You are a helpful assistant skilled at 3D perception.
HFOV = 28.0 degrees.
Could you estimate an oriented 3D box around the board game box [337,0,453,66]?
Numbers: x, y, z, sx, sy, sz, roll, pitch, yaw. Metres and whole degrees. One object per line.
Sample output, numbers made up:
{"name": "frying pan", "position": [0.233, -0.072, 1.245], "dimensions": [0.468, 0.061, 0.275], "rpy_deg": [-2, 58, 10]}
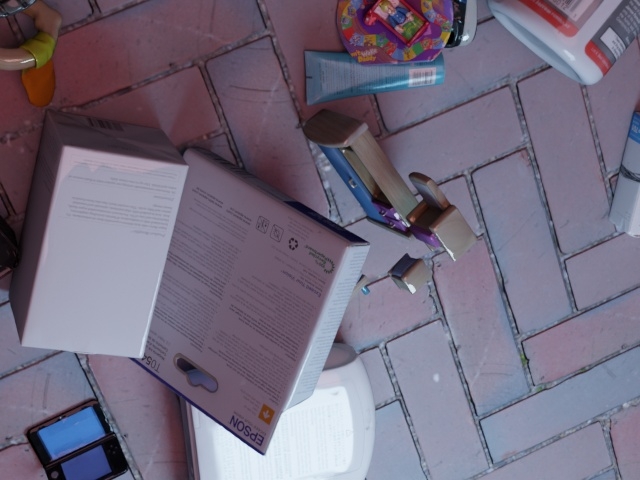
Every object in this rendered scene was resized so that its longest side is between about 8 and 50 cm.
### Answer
{"name": "board game box", "position": [0.106, -0.320, 1.843], "dimensions": [0.168, 0.033, 0.133], "rpy_deg": [-3, 97, 8]}

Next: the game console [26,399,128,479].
{"name": "game console", "position": [-0.372, 0.324, 1.968], "dimensions": [0.122, 0.107, 0.071], "rpy_deg": [-25, 145, -7]}

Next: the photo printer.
{"name": "photo printer", "position": [-0.062, 0.299, 2.037], "dimensions": [0.307, 0.107, 0.256], "rpy_deg": [-11, 114, -14]}

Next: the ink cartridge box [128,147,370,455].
{"name": "ink cartridge box", "position": [-0.119, 0.081, 1.825], "dimensions": [0.071, 0.324, 0.330], "rpy_deg": [-2, 117, -54]}

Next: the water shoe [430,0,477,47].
{"name": "water shoe", "position": [0.183, -0.377, 1.866], "dimensions": [0.080, 0.073, 0.203], "rpy_deg": [-10, 112, -10]}

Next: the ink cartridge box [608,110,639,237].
{"name": "ink cartridge box", "position": [0.566, -0.105, 2.094], "dimensions": [0.139, 0.082, 0.191], "rpy_deg": [3, 111, -19]}

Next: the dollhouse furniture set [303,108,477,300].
{"name": "dollhouse furniture set", "position": [0.000, 0.000, 1.837], "dimensions": [0.303, 0.286, 0.198], "rpy_deg": [-44, 118, -11]}

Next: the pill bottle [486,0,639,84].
{"name": "pill bottle", "position": [0.427, -0.423, 1.850], "dimensions": [0.210, 0.210, 0.363], "rpy_deg": [36, 97, -27]}

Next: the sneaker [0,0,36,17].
{"name": "sneaker", "position": [-0.371, -0.379, 1.661], "dimensions": [0.267, 0.106, 0.101], "rpy_deg": [-39, 113, -3]}

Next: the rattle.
{"name": "rattle", "position": [-0.452, -0.273, 1.724], "dimensions": [0.199, 0.143, 0.130], "rpy_deg": [11, 75, -6]}

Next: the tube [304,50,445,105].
{"name": "tube", "position": [0.080, -0.248, 1.900], "dimensions": [0.207, 0.052, 0.080], "rpy_deg": [-6, 101, -10]}

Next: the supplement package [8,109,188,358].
{"name": "supplement package", "position": [-0.317, -0.008, 1.791], "dimensions": [0.177, 0.175, 0.293], "rpy_deg": [9, 108, -23]}

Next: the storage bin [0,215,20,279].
{"name": "storage bin", "position": [-0.514, -0.015, 1.776], "dimensions": [0.122, 0.084, 0.180], "rpy_deg": [-36, 116, -2]}
